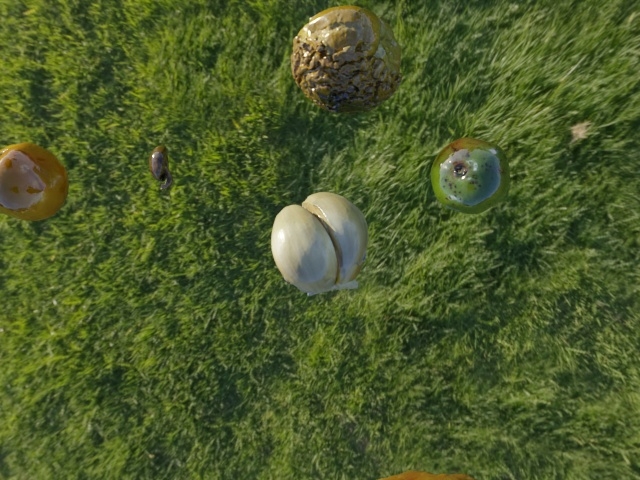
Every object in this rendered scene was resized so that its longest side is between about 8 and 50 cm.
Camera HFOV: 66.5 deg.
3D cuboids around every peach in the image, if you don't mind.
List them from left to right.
[{"bbox_3d":[-0.514,-0.099,0.853,0.138,0.138,0.137,3,101,14],"label":"peach"}]

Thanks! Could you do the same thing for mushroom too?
[{"bbox_3d":[-0.613,-0.276,1.868,0.080,0.135,0.170,-10,79,-9],"label":"mushroom"}]

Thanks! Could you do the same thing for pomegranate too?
[{"bbox_3d":[0.360,-0.149,1.157,0.182,0.224,0.181,1,92,25],"label":"pomegranate"}]

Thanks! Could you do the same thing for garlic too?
[{"bbox_3d":[0.000,0.000,1.428,0.287,0.249,0.312,-12,81,-5],"label":"garlic"}]

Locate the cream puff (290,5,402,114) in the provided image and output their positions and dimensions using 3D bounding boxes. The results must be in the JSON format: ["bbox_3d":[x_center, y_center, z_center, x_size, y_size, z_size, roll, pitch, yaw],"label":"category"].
[{"bbox_3d":[0.078,-0.491,1.393,0.328,0.343,0.230,3,83,-7],"label":"cream puff"}]

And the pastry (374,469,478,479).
[{"bbox_3d":[0.024,0.308,0.404,0.330,0.330,0.136,-24,79,17],"label":"pastry"}]
